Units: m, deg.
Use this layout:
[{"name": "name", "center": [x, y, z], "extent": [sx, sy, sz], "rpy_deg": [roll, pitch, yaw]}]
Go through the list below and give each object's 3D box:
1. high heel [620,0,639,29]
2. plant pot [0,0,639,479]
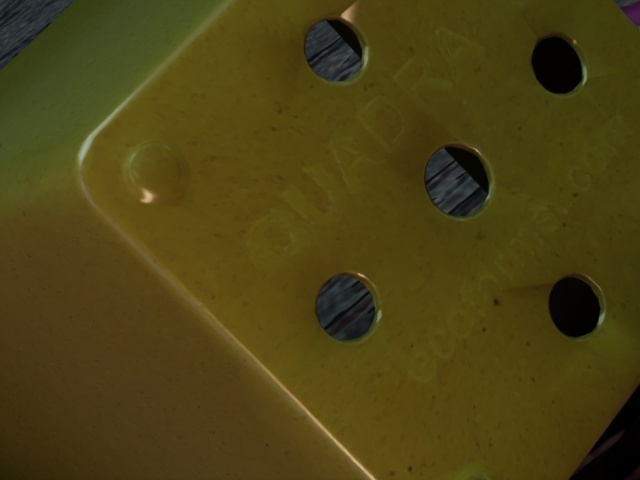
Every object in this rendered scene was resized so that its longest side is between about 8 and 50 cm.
[{"name": "high heel", "center": [0.142, -0.071, 0.532], "extent": [0.117, 0.082, 0.244], "rpy_deg": [-54, -1, -16]}, {"name": "plant pot", "center": [0.000, 0.000, 0.451], "extent": [0.212, 0.212, 0.187], "rpy_deg": [-48, 11, -22]}]
